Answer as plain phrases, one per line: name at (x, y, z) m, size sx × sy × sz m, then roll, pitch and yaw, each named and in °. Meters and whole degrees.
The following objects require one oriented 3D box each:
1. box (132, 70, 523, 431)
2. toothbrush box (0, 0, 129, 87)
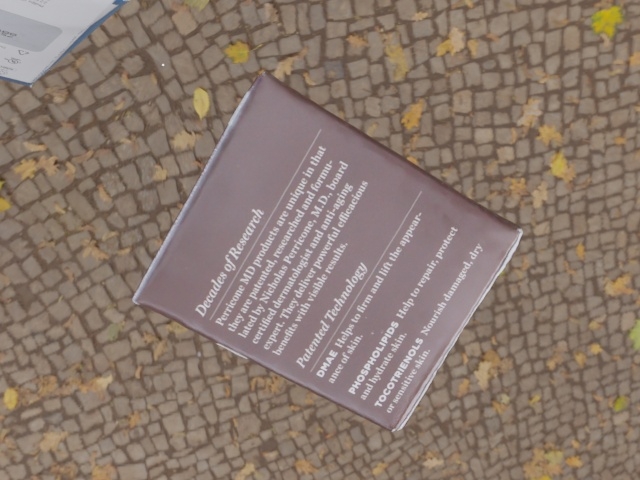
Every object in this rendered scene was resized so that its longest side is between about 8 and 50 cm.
box at (0.000, 0.000, 0.457) m, size 0.203 × 0.168 × 0.167 m, roll 29°, pitch 98°, yaw -11°
toothbrush box at (-0.215, -0.252, 0.268) m, size 0.216 × 0.126 × 0.296 m, roll 4°, pitch 77°, yaw -47°
